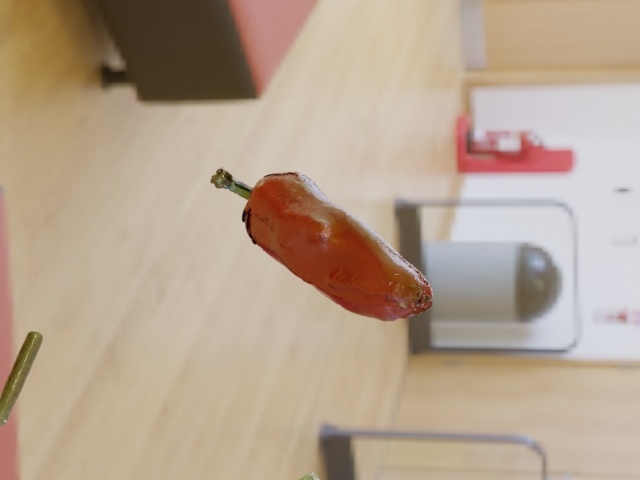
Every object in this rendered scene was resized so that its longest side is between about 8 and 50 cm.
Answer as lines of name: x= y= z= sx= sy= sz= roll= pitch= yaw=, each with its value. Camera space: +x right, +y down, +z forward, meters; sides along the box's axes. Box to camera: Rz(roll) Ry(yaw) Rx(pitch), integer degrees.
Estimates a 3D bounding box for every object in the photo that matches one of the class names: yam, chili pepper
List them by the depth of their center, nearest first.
yam: x=-0.331 y=0.151 z=1.708 sx=0.021 sy=0.021 sz=0.116 roll=72 pitch=31 yaw=-54
chili pepper: x=0.000 y=0.000 z=1.866 sx=0.387 sy=0.110 sz=0.110 roll=36 pitch=-37 yaw=47

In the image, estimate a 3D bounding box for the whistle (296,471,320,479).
whistle: x=0.057 y=0.333 z=1.508 sx=0.258 sy=0.067 sz=0.126 roll=49 pitch=-3 yaw=11
